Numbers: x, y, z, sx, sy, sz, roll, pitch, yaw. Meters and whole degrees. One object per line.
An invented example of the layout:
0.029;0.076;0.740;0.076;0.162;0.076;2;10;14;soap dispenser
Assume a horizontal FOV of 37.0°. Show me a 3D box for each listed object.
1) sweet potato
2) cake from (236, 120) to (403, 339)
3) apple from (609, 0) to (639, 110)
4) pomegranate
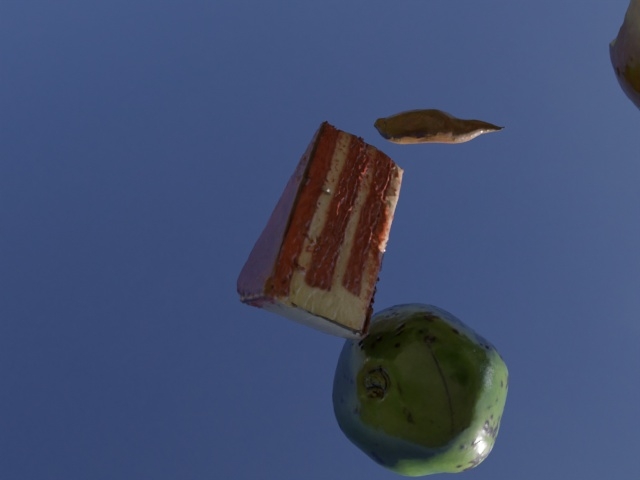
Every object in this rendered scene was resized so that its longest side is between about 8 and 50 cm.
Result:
0.174;-0.166;1.409;0.195;0.056;0.056;5;-131;13;sweet potato
0.000;0.000;1.281;0.159;0.158;0.262;-28;-139;59;cake
0.448;-0.213;0.855;0.339;0.339;0.339;-8;-134;8;apple
0.149;0.215;1.352;0.254;0.270;0.254;-18;-120;33;pomegranate
